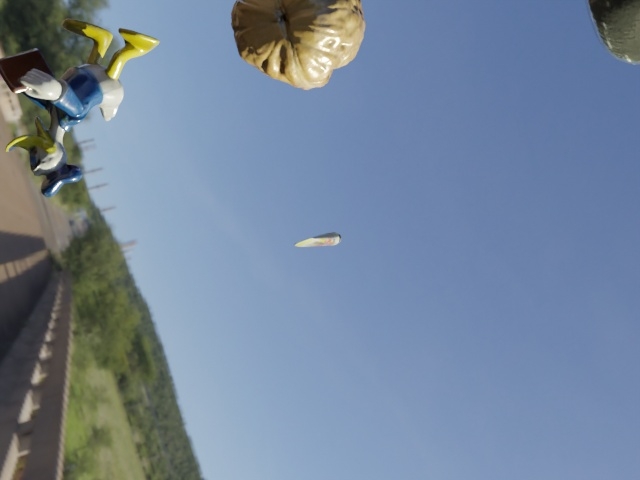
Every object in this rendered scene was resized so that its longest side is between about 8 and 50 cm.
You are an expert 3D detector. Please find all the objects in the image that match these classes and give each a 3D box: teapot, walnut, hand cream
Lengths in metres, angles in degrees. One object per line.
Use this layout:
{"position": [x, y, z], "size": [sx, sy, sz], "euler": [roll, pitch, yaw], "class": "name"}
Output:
{"position": [0.525, -0.430, 1.391], "size": [0.285, 0.223, 0.305], "euler": [40, 36, -37], "class": "teapot"}
{"position": [-0.024, -0.260, 1.032], "size": [0.184, 0.155, 0.156], "euler": [-39, 116, -70], "class": "walnut"}
{"position": [0.000, 0.000, 1.336], "size": [0.035, 0.102, 0.022], "euler": [-19, -96, 32], "class": "hand cream"}

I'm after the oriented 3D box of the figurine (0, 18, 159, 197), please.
{"position": [-0.471, -0.243, 1.561], "size": [0.204, 0.283, 0.339], "euler": [14, -87, 29], "class": "figurine"}
